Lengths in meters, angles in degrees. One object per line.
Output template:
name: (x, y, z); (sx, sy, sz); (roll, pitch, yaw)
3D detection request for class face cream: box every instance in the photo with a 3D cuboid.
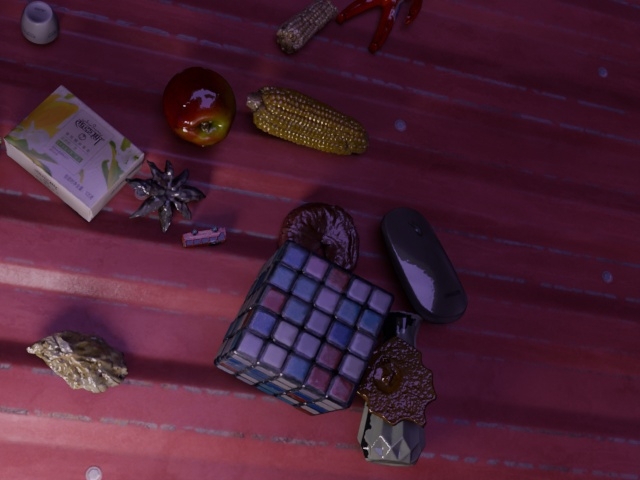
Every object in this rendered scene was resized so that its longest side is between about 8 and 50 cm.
face cream: (-0.688, -0.535, 1.885); (0.091, 0.095, 0.091); (4, 75, -16)

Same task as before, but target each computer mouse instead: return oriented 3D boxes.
computer mouse: (0.273, 0.060, 1.991); (0.197, 0.095, 0.331); (-16, 76, -45)

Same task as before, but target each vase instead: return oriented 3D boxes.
vase: (0.181, 0.359, 1.877); (0.165, 0.165, 0.361); (12, 66, -14)

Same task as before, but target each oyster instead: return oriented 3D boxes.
oyster: (-0.532, 0.262, 1.724); (0.209, 0.072, 0.133); (41, 70, -5)

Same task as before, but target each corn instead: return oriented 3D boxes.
corn: (-0.039, -0.599, 2.111); (0.087, 0.087, 0.211); (41, 65, -3)
corn: (-0.033, -0.309, 2.007); (0.346, 0.130, 0.130); (19, 70, -16)

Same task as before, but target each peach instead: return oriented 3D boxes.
peach: (-0.304, -0.340, 1.908); (0.197, 0.197, 0.198); (5, 74, -16)

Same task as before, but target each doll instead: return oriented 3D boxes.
doll: (0.216, -0.719, 2.223); (0.188, 0.099, 0.384); (39, 71, -3)

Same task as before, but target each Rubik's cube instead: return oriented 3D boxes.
Rubik's cube: (-0.044, 0.209, 1.771); (0.286, 0.293, 0.292); (28, 67, -8)

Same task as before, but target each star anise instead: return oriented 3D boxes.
star anise: (-0.376, -0.108, 1.863); (0.204, 0.061, 0.181); (33, 78, -33)

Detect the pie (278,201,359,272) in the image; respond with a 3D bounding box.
pie: (0.000, 0.000, 1.969); (0.218, 0.054, 0.205); (-2, 76, -18)

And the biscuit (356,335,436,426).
biscuit: (0.179, 0.340, 1.787); (0.182, 0.034, 0.215); (-29, 67, -10)

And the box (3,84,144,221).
box: (-0.580, -0.206, 1.820); (0.260, 0.111, 0.194); (38, 68, -2)

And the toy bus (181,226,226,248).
toy bus: (-0.286, -0.007, 1.896); (0.110, 0.031, 0.043); (-9, 80, -17)
